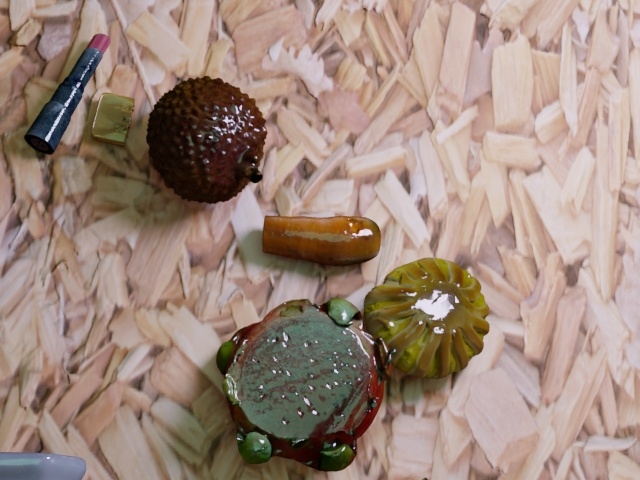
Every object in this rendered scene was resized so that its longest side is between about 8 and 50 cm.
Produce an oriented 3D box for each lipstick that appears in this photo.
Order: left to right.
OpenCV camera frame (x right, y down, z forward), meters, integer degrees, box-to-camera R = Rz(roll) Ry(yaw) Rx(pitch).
[{"bbox_3d":[-0.411,-0.251,1.835,0.054,0.053,0.234,25,66,-1],"label":"lipstick"}]

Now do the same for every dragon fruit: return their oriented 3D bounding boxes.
[{"bbox_3d":[-0.030,0.222,1.689,0.268,0.130,0.295,42,69,6],"label":"dragon fruit"}]

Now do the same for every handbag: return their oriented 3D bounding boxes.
[{"bbox_3d":[-0.344,-0.201,1.843,0.061,0.027,0.083,11,71,-7],"label":"handbag"}]

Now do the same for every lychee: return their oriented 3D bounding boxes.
[{"bbox_3d":[-0.174,-0.156,1.770,0.238,0.200,0.200,34,66,28],"label":"lychee"}]

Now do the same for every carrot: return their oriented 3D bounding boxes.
[{"bbox_3d":[0.000,0.000,1.804,0.194,0.087,0.087,0,70,-8],"label":"carrot"}]

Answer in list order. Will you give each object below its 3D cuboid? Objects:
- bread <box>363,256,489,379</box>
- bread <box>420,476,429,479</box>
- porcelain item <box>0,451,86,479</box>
[{"bbox_3d":[0.177,0.120,1.767,0.213,0.105,0.213,10,61,-19],"label":"bread"},{"bbox_3d":[0.097,0.472,1.606,0.133,0.174,0.251,3,74,-6],"label":"bread"},{"bbox_3d":[-0.413,0.492,1.462,0.179,0.243,0.405,13,68,-33],"label":"porcelain item"}]
